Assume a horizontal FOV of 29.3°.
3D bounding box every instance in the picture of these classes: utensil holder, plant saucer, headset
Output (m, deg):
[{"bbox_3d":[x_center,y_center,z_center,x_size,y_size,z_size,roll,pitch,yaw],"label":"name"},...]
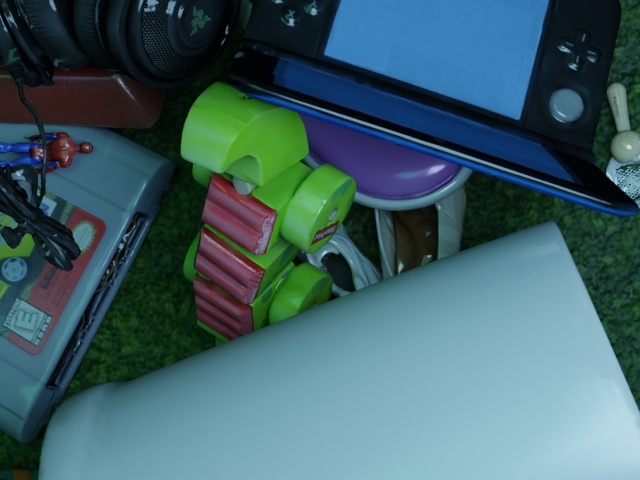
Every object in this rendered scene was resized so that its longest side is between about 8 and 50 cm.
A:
[{"bbox_3d":[0.046,0.194,0.880,0.385,0.327,0.328,-23,74,10],"label":"utensil holder"},{"bbox_3d":[-0.256,-0.236,1.166,0.258,0.048,0.259,4,70,16],"label":"plant saucer"},{"bbox_3d":[-0.184,-0.178,1.045,0.243,0.185,0.394,3,56,23],"label":"headset"}]

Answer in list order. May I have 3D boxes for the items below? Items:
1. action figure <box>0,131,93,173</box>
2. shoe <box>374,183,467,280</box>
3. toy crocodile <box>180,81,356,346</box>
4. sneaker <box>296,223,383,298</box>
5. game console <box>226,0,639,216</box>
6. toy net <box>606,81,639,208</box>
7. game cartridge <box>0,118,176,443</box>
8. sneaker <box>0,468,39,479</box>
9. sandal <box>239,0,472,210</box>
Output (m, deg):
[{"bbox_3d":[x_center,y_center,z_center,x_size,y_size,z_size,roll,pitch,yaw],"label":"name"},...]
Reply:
[{"bbox_3d":[-0.264,-0.080,1.124,0.115,0.030,0.038,-5,83,11],"label":"action figure"},{"bbox_3d":[0.086,-0.013,1.044,0.076,0.058,0.219,-6,78,15],"label":"shoe"},{"bbox_3d":[-0.056,0.007,0.960,0.115,0.340,0.105,33,56,16],"label":"toy crocodile"},{"bbox_3d":[0.000,0.000,1.067,0.054,0.061,0.152,-46,70,6],"label":"sneaker"},{"bbox_3d":[0.095,-0.150,0.902,0.293,0.173,0.250,18,73,-6],"label":"game console"},{"bbox_3d":[0.219,-0.087,1.026,0.232,0.045,0.122,39,92,19],"label":"toy net"},{"bbox_3d":[-0.283,0.017,1.153,0.196,0.060,0.294,26,88,23],"label":"game cartridge"},{"bbox_3d":[-0.301,0.252,1.076,0.302,0.121,0.108,-5,79,15],"label":"sneaker"},{"bbox_3d":[-0.001,-0.209,1.051,0.169,0.102,0.416,-28,67,10],"label":"sandal"}]
